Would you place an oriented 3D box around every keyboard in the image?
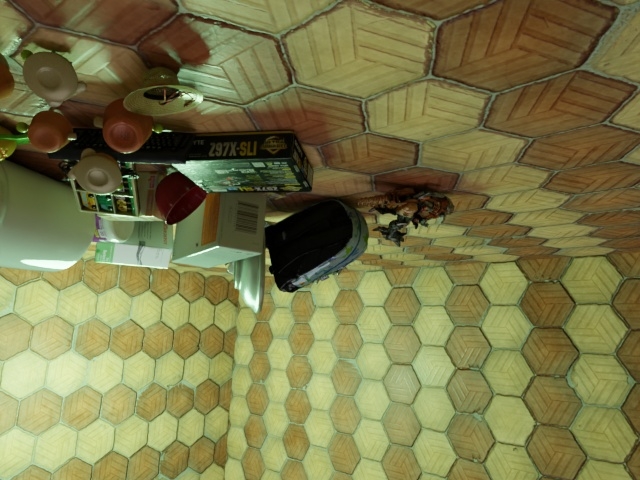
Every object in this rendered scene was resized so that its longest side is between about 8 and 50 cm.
[{"bbox_3d":[-0.461,-0.202,1.029,0.317,0.201,0.033,2,136,1],"label":"keyboard"}]

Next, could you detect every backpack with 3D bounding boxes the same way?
[{"bbox_3d":[0.000,0.000,1.646,0.273,0.290,0.355,13,139,-43],"label":"backpack"}]

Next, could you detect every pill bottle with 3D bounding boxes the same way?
[{"bbox_3d":[-0.879,-0.077,1.697,0.301,0.169,0.169,0,168,7],"label":"pill bottle"}]

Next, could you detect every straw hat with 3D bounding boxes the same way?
[{"bbox_3d":[-0.297,-0.288,0.845,0.144,0.061,0.144,-11,177,-1],"label":"straw hat"}]

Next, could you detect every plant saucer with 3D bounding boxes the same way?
[{"bbox_3d":[-0.279,0.078,1.735,0.100,0.400,0.400,1,169,-13],"label":"plant saucer"}]

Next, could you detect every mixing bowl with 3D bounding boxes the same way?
[{"bbox_3d":[-0.432,-0.143,1.373,0.098,0.181,0.181,43,167,3],"label":"mixing bowl"}]

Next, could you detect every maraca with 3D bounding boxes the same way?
[{"bbox_3d":[-0.798,-0.240,1.104,0.127,0.099,0.185,-3,-167,34],"label":"maraca"}]

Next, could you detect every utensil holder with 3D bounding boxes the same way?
[{"bbox_3d":[-0.946,-0.072,1.375,0.327,0.328,0.385,0,169,12],"label":"utensil holder"}]

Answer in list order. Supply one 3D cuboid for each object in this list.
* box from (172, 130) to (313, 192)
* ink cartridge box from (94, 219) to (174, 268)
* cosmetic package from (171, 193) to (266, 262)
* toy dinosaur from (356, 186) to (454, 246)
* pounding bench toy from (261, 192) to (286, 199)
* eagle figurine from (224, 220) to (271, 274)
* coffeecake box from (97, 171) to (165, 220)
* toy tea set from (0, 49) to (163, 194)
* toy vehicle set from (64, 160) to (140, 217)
[{"bbox_3d":[-0.200,-0.200,1.204,0.322,0.079,0.257,0,170,10],"label":"box"},{"bbox_3d":[-0.778,0.000,1.902,0.289,0.211,0.121,8,124,-24],"label":"ink cartridge box"},{"bbox_3d":[-0.372,-0.045,1.609,0.161,0.230,0.453,11,164,-34],"label":"cosmetic package"},{"bbox_3d":[0.268,-0.114,1.461,0.322,0.164,0.218,24,148,-13],"label":"toy dinosaur"},{"bbox_3d":[-0.137,-0.167,1.401,0.065,0.052,0.083,14,163,-42],"label":"pounding bench toy"},{"bbox_3d":[-0.364,0.019,2.020,0.225,0.226,0.298,33,160,-27],"label":"eagle figurine"},{"bbox_3d":[-0.587,-0.137,1.416,0.185,0.142,0.068,1,169,8],"label":"coffeecake box"},{"bbox_3d":[-0.486,-0.254,0.874,0.200,0.124,0.336,-39,123,13],"label":"toy tea set"},{"bbox_3d":[-0.593,-0.170,1.240,0.166,0.035,0.267,5,141,-12],"label":"toy vehicle set"}]
